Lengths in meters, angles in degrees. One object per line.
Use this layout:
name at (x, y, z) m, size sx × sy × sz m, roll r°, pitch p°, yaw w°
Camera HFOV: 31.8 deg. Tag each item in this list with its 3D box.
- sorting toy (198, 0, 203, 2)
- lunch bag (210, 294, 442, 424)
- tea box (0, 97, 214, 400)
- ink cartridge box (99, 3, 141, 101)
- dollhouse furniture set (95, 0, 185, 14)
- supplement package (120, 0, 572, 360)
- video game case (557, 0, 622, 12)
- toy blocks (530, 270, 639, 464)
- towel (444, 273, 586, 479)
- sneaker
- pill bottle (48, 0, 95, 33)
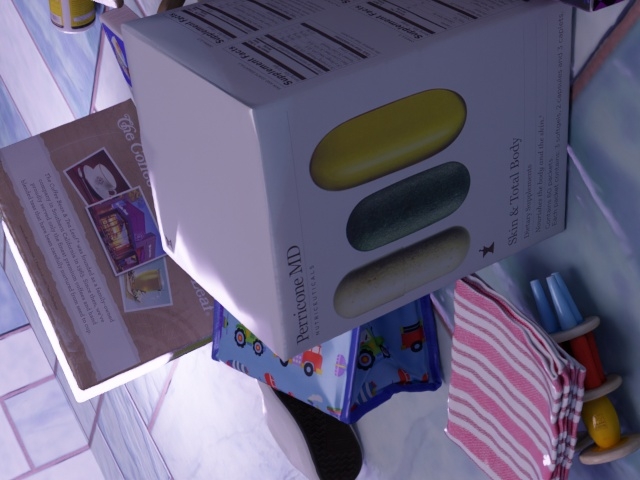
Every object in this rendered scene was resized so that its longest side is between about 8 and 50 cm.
sorting toy at (-0.085, -0.181, 1.222) m, size 0.347 × 0.047 × 0.196 m, roll 13°, pitch 122°, yaw 59°
lunch bag at (0.000, 0.000, 1.124) m, size 0.221 × 0.138 × 0.293 m, roll 16°, pitch 114°, yaw 47°
tea box at (-0.300, 0.027, 1.557) m, size 0.329 × 0.220 × 0.323 m, roll 65°, pitch 163°, yaw 5°
ink cartridge box at (-0.177, -0.160, 1.369) m, size 0.208 × 0.045 × 0.206 m, roll 46°, pitch 162°, yaw 38°
dollhouse furniture set at (-0.263, -0.306, 1.158) m, size 0.212 × 0.161 × 0.242 m, roll 20°, pitch 158°, yaw 7°
supplement package at (0.023, -0.081, 0.842) m, size 0.198 × 0.262 × 0.199 m, roll 37°, pitch 141°, yaw 47°
video game case at (0.117, -0.284, 0.756) m, size 0.232 × 0.041 × 0.210 m, roll 36°, pitch 140°, yaw 48°
toy blocks at (0.190, 0.102, 0.908) m, size 0.123 × 0.054 × 0.148 m, roll -20°, pitch 90°, yaw 66°
towel at (0.149, 0.135, 0.915) m, size 0.144 × 0.029 × 0.197 m, roll 45°, pitch 145°, yaw 45°
sneaker at (-0.044, 0.164, 1.347) m, size 0.123 × 0.106 × 0.290 m, roll 15°, pitch 124°, yaw 56°
pill bottle at (-0.353, -0.357, 1.581) m, size 0.065 × 0.065 × 0.116 m, roll 48°, pitch 148°, yaw 35°
